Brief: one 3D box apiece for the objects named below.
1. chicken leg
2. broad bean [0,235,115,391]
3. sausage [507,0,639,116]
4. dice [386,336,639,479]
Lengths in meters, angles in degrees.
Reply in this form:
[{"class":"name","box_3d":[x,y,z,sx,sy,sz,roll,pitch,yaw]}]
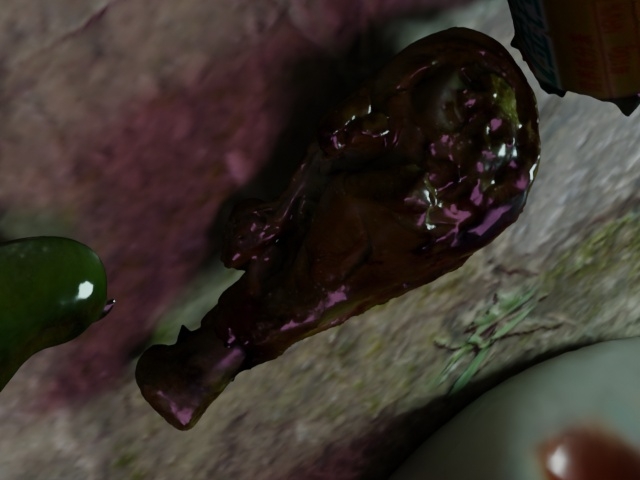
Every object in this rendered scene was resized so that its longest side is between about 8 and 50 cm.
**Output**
[{"class":"chicken leg","box_3d":[0.000,0.000,0.464,0.178,0.070,0.093,-41,148,19]},{"class":"broad bean","box_3d":[-0.169,0.010,0.313,0.144,0.049,0.292,-47,145,3]},{"class":"sausage","box_3d":[0.054,-0.163,0.311,0.082,0.082,0.371,-38,146,-5]},{"class":"dice","box_3d":[0.180,0.255,0.712,0.277,0.304,0.304,-13,137,-35]}]
